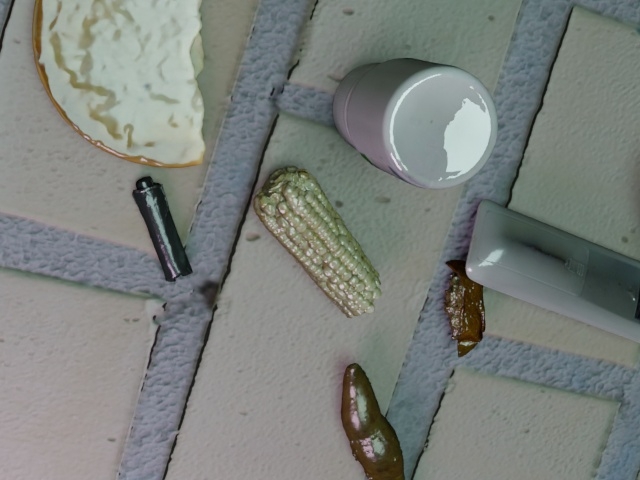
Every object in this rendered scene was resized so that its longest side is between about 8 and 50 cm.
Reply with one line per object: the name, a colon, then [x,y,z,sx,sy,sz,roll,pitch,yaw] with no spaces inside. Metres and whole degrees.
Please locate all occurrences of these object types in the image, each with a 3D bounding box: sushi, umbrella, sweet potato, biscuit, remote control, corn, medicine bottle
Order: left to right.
biscuit: [-0.227,-0.237,1.358,0.204,0.040,0.309,-3,102,-16]
umbrella: [-0.190,-0.014,1.422,0.036,0.031,0.133,-30,110,-36]
corn: [0.000,0.000,1.456,0.087,0.087,0.211,-41,115,-5]
sweet potato: [0.074,0.276,1.542,0.067,0.067,0.274,-21,111,-11]
medicine bottle: [0.100,-0.141,1.367,0.139,0.237,0.139,-3,101,-15]
sushi: [0.187,0.088,1.538,0.055,0.052,0.120,-7,103,-14]
remote control: [0.334,0.041,1.554,0.313,0.055,0.109,20,72,-20]
